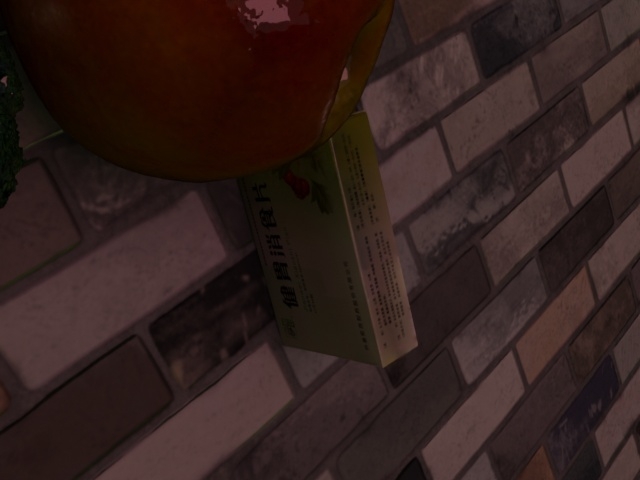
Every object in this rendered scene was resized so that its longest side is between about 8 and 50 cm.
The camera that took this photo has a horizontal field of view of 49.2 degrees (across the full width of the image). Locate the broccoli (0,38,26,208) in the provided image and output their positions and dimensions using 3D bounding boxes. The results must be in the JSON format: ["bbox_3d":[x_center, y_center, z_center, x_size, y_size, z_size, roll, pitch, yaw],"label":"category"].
[{"bbox_3d":[-0.317,-0.060,0.478,0.270,0.269,0.270,-38,147,-33],"label":"broccoli"}]

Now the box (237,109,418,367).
[{"bbox_3d":[0.000,0.000,0.767,0.062,0.175,0.261,-25,107,-37],"label":"box"}]

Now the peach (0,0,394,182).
[{"bbox_3d":[-0.109,-0.202,0.582,0.308,0.332,0.308,-54,158,-34],"label":"peach"}]
